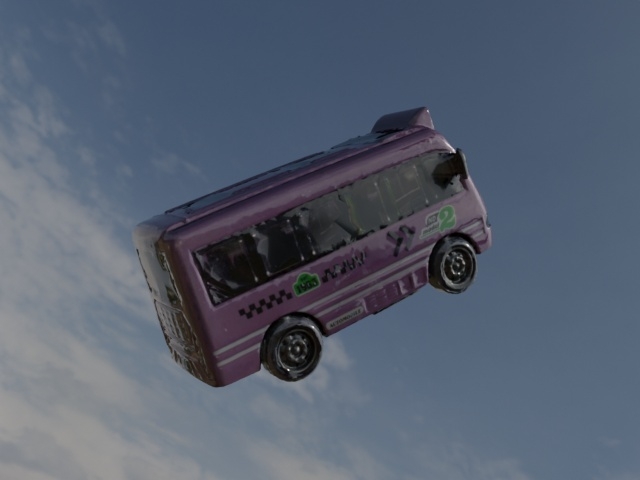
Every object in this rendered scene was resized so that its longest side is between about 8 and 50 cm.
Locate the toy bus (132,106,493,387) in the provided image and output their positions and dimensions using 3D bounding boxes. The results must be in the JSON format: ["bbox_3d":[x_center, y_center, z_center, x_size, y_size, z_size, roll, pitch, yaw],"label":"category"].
[{"bbox_3d":[0.000,0.000,0.360,0.087,0.178,0.098,3,-66,62],"label":"toy bus"}]
